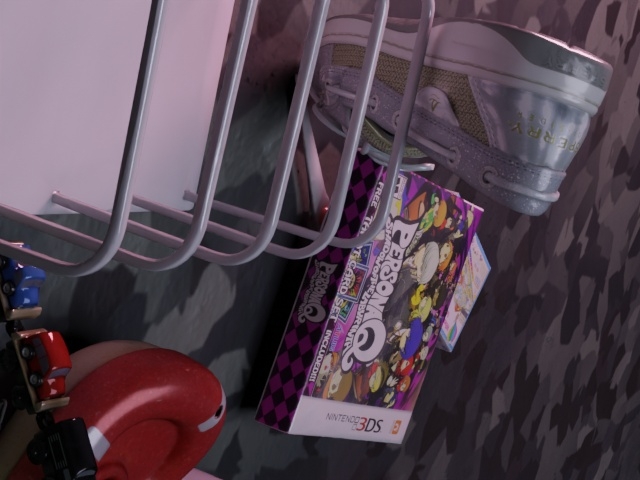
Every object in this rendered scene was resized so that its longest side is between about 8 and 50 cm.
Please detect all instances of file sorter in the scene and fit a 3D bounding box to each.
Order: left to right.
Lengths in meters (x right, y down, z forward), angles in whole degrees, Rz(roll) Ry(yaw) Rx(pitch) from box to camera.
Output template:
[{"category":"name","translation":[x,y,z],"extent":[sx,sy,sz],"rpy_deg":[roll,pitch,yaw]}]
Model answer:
[{"category":"file sorter","translation":[-0.079,-0.090,0.683],"extent":[0.278,0.173,0.193],"rpy_deg":[-5,110,-60]}]

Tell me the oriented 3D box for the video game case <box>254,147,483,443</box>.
[{"category":"video game case","translation":[0.048,0.056,1.079],"extent":[0.210,0.042,0.232],"rpy_deg":[21,88,-60]}]

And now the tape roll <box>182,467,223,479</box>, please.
[{"category":"tape roll","translation":[-0.119,0.272,0.914],"extent":[0.219,0.072,0.219],"rpy_deg":[-38,136,-48]}]

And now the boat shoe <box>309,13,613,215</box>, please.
[{"category":"boat shoe","translation":[0.068,-0.084,0.838],"extent":[0.118,0.320,0.103],"rpy_deg":[16,91,-27]}]

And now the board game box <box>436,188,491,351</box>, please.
[{"category":"board game box","translation":[0.121,0.031,1.254],"extent":[0.103,0.026,0.154],"rpy_deg":[-62,150,-20]}]

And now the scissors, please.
[{"category":"scissors","translation":[0.000,0.000,1.028],"extent":[0.109,0.021,0.297],"rpy_deg":[-57,149,-23]}]

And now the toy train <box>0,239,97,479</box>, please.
[{"category":"toy train","translation":[-0.155,0.068,0.697],"extent":[0.027,0.036,0.158],"rpy_deg":[-1,68,-59]}]

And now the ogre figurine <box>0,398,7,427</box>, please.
[{"category":"ogre figurine","translation":[-0.220,0.104,0.629],"extent":[0.197,0.097,0.118],"rpy_deg":[124,-20,-72]}]

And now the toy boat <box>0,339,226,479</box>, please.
[{"category":"toy boat","translation":[-0.122,0.175,0.757],"extent":[0.231,0.151,0.151],"rpy_deg":[-58,158,-24]}]
